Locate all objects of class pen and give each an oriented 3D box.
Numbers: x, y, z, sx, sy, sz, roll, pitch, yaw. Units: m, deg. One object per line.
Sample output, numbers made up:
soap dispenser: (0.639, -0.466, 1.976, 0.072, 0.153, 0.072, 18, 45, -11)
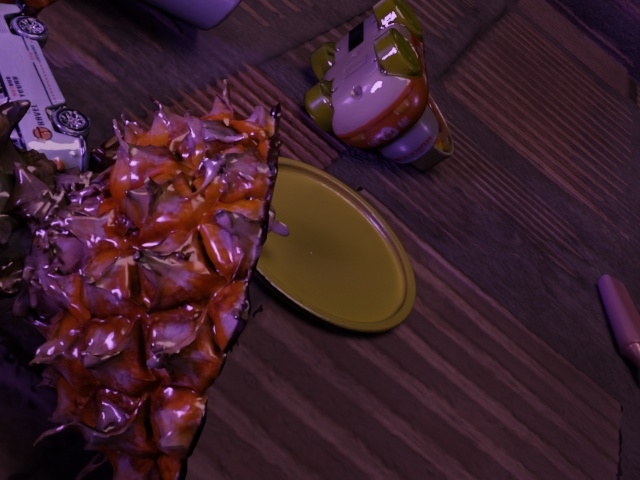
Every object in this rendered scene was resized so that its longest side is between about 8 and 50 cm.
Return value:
pen: (0.421, 0.121, 1.046, 0.053, 0.032, 0.197, 30, 32, -16)

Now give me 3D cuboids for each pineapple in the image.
pineapple: (-0.183, 0.001, 0.449, 0.271, 0.263, 0.263, 17, 37, -10)

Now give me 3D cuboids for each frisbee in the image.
frisbee: (0.000, 0.000, 0.785, 0.235, 0.017, 0.236, 26, 35, -20)

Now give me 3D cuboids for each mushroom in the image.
mushroom: (-0.111, -0.047, 0.679, 0.187, 0.061, 0.060, 16, 27, -22)

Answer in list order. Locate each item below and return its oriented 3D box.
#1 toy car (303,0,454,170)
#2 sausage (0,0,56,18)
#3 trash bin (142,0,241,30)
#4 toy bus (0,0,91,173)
toy car: (0.103, -0.183, 1.018, 0.235, 0.145, 0.235, 40, 32, -31)
sausage: (-0.399, -0.294, 0.674, 0.348, 0.094, 0.097, 32, 17, -9)
trash bin: (-0.261, -0.436, 0.820, 0.431, 0.280, 0.280, 23, 36, -29)
toy bus: (-0.249, -0.104, 0.605, 0.089, 0.087, 0.194, -7, 55, -40)
